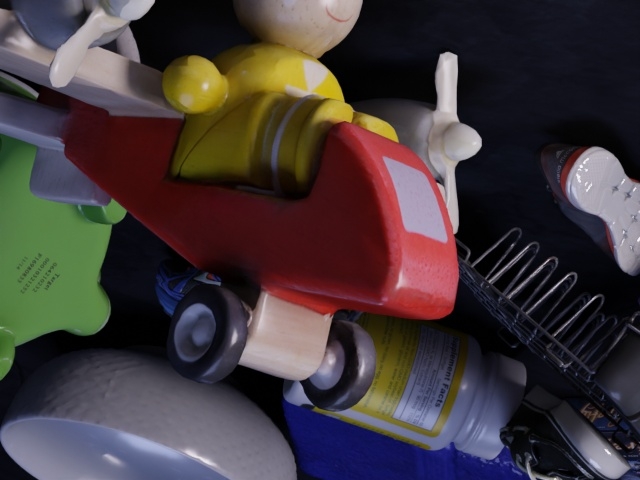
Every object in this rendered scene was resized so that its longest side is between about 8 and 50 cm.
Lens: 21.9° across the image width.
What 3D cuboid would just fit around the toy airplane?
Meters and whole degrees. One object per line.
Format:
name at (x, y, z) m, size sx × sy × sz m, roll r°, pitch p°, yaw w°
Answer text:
toy airplane at (-0.069, -0.091, 1.121) m, size 0.384 × 0.272 × 0.386 m, roll 28°, pitch -170°, yaw 0°

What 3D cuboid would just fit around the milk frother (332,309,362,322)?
milk frother at (0.000, 0.000, 1.334) m, size 0.134 × 0.129 × 0.143 m, roll 16°, pitch 165°, yaw -2°

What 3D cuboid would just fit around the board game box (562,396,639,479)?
board game box at (0.378, 0.204, 1.626) m, size 0.243 × 0.042 × 0.165 m, roll -7°, pitch 146°, yaw 39°

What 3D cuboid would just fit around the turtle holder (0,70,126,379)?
turtle holder at (-0.288, -0.036, 1.365) m, size 0.320 × 0.243 × 0.227 m, roll 2°, pitch -153°, yaw -40°

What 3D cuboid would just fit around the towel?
towel at (0.118, 0.224, 1.766) m, size 0.308 × 0.076 × 0.228 m, roll 16°, pitch 150°, yaw 16°

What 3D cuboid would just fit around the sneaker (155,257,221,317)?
sneaker at (-0.072, 0.034, 1.526) m, size 0.221 × 0.087 × 0.083 m, roll 8°, pitch -166°, yaw 44°

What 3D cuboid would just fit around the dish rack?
dish rack at (0.202, 0.073, 1.355) m, size 0.271 × 0.074 × 0.208 m, roll 42°, pitch 176°, yaw 39°

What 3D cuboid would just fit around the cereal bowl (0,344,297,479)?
cereal bowl at (-0.179, 0.214, 1.852) m, size 0.339 × 0.141 × 0.339 m, roll 15°, pitch 153°, yaw 8°

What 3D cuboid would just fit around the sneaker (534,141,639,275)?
sneaker at (0.213, -0.032, 1.265) m, size 0.065 × 0.061 × 0.158 m, roll 30°, pitch 168°, yaw 44°

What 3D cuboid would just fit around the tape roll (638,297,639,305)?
tape roll at (0.334, 0.094, 1.272) m, size 0.189 × 0.080 × 0.189 m, roll 51°, pitch -177°, yaw -3°

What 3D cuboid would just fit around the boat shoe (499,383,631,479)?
boat shoe at (0.205, 0.181, 1.424) m, size 0.078 × 0.070 × 0.219 m, roll 45°, pitch 178°, yaw -4°

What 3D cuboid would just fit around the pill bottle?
pill bottle at (0.080, 0.129, 1.566) m, size 0.208 × 0.119 × 0.119 m, roll 20°, pitch 154°, yaw -7°
